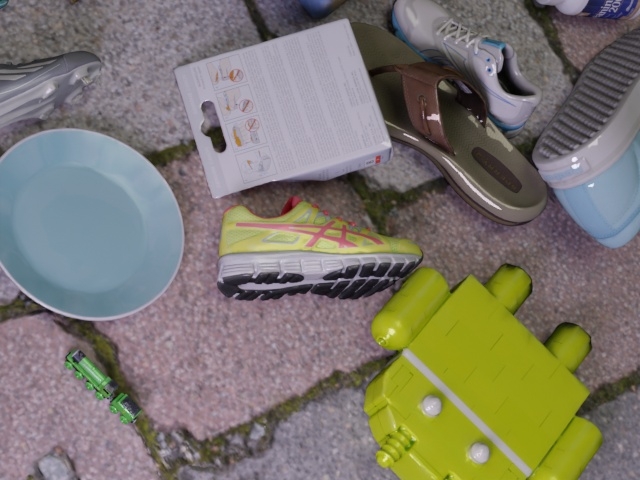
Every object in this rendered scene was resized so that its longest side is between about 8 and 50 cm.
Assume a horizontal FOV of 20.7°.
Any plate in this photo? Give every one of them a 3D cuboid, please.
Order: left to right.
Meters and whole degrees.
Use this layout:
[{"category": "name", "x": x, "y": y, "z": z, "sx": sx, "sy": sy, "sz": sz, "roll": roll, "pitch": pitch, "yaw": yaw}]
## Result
[{"category": "plate", "x": -0.212, "y": -0.012, "z": 1.560, "sx": 0.188, "sy": 0.024, "sz": 0.188, "roll": 12, "pitch": 60, "yaw": -22}]

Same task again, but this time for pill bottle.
[{"category": "pill bottle", "x": 0.297, "y": -0.280, "z": 1.932, "sx": 0.120, "sy": 0.067, "sz": 0.067, "roll": 1, "pitch": 66, "yaw": -27}]

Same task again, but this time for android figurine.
[{"category": "android figurine", "x": 0.149, "y": 0.144, "z": 1.653, "sx": 0.248, "sy": 0.056, "sz": 0.273, "roll": 46, "pitch": 52, "yaw": 0}]

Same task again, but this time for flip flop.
[{"category": "flip flop", "x": 0.125, "y": -0.126, "z": 1.754, "sx": 0.277, "sy": 0.080, "sz": 0.112, "roll": 42, "pitch": 54, "yaw": 1}]

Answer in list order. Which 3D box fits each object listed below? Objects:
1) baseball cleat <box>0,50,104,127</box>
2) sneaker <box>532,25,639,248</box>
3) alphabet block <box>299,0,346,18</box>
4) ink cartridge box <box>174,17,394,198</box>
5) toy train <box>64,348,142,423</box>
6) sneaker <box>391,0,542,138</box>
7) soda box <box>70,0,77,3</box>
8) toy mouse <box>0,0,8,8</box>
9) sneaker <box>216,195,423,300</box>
[{"category": "baseball cleat", "x": -0.293, "y": -0.144, "z": 1.555, "sx": 0.206, "sy": 0.072, "sz": 0.109, "roll": -31, "pitch": 76, "yaw": -39}, {"category": "sneaker", "x": 0.350, "y": -0.123, "z": 1.866, "sx": 0.366, "sy": 0.135, "sz": 0.150, "roll": -45, "pitch": 114, "yaw": -36}, {"category": "alphabet block", "x": 0.027, "y": -0.368, "z": 1.725, "sx": 0.197, "sy": 0.192, "sz": 0.193, "roll": -37, "pitch": 87, "yaw": -13}, {"category": "ink cartridge box", "x": -0.035, "y": -0.121, "z": 1.687, "sx": 0.179, "sy": 0.045, "sz": 0.145, "roll": -17, "pitch": 73, "yaw": -2}, {"category": "toy train", "x": -0.187, "y": 0.125, "z": 1.504, "sx": 0.083, "sy": 0.024, "sz": 0.017, "roll": 45, "pitch": 54, "yaw": -1}, {"category": "sneaker", "x": 0.157, "y": -0.196, "z": 1.809, "sx": 0.191, "sy": 0.083, "sz": 0.071, "roll": 43, "pitch": 56, "yaw": -1}, {"category": "soda box", "x": -0.191, "y": -0.305, "z": 1.695, "sx": 0.061, "sy": 0.058, "sz": 0.181, "roll": 47, "pitch": 55, "yaw": 0}, {"category": "toy mouse", "x": -0.336, "y": -0.235, "z": 1.600, "sx": 0.161, "sy": 0.031, "sz": 0.143, "roll": -24, "pitch": 78, "yaw": -34}, {"category": "sneaker", "x": 0.000, "y": 0.000, "z": 1.630, "sx": 0.209, "sy": 0.081, "sz": 0.094, "roll": 1, "pitch": 63, "yaw": -27}]
